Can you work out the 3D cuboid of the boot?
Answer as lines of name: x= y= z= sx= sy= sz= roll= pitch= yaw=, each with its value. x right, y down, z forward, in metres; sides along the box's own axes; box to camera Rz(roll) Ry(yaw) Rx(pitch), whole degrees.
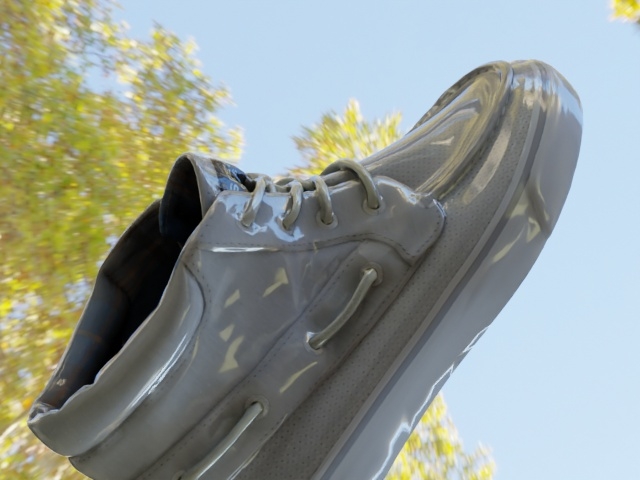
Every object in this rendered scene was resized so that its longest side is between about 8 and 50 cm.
boot: x=0.000 y=0.000 z=0.560 sx=0.123 sy=0.095 sz=0.258 roll=42 pitch=-115 yaw=-22
